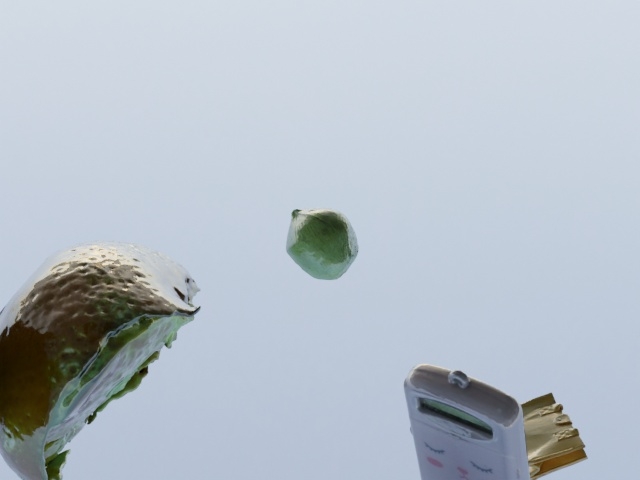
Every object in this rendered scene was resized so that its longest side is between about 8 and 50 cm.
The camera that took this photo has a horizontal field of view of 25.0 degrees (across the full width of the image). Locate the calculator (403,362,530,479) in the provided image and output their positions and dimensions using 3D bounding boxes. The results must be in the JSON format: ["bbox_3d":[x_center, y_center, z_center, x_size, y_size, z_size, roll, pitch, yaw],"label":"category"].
[{"bbox_3d":[0.117,0.162,1.131,0.100,0.175,0.032,18,-130,31],"label":"calculator"}]

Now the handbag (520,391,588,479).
[{"bbox_3d":[0.190,0.170,1.245,0.061,0.027,0.083,-19,-153,-5],"label":"handbag"}]

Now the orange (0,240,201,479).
[{"bbox_3d":[-0.265,0.125,1.593,0.196,0.262,0.334,25,-163,-5],"label":"orange"}]

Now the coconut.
[{"bbox_3d":[0.000,0.000,1.698,0.096,0.088,0.088,48,-128,-2],"label":"coconut"}]
